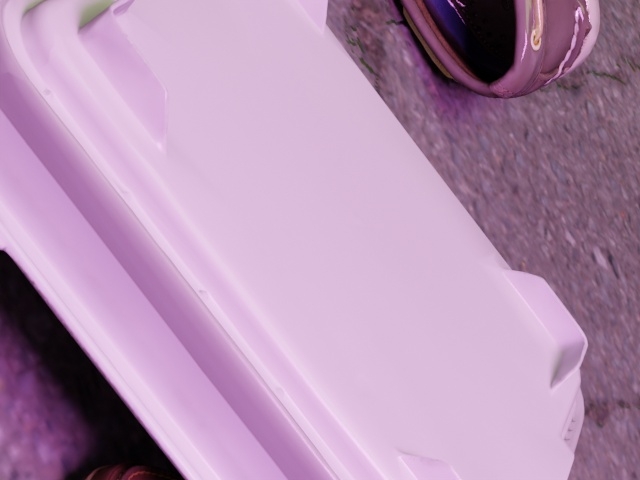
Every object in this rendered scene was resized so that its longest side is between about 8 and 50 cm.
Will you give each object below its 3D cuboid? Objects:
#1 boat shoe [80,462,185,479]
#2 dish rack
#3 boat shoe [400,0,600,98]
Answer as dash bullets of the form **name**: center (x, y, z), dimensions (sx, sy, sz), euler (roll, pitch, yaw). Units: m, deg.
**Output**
- **boat shoe**: center (-0.018, 0.134, 0.625), dimensions (0.178, 0.060, 0.064), euler (40, 41, -30)
- **dish rack**: center (0.000, 0.000, 0.671), dimensions (0.333, 0.072, 0.285), euler (53, 25, -6)
- **boat shoe**: center (0.060, -0.235, 0.931), dimensions (0.097, 0.116, 0.324), euler (-31, 99, -59)
